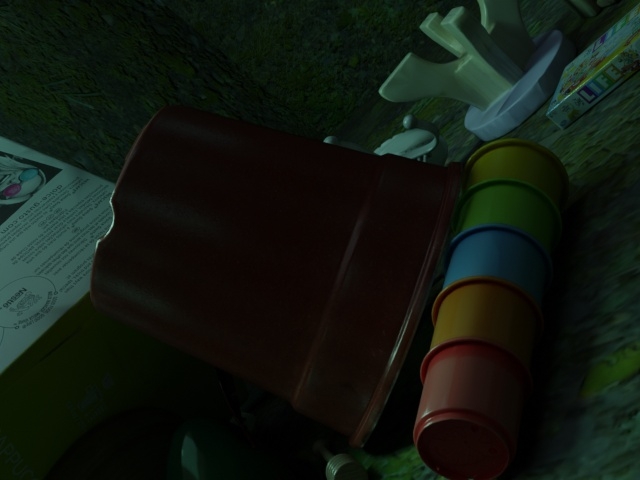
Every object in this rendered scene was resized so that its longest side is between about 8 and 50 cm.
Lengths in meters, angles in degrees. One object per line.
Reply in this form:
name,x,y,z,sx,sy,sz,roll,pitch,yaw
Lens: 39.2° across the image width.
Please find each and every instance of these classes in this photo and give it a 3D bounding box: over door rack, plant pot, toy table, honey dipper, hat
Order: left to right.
plant pot,-0.185,0.305,0.948,0.237,0.110,0.237,-32,-47,-43
hat,-0.112,0.176,0.826,0.173,0.183,0.208,-26,13,-15
plant pot,-0.044,0.012,0.808,0.272,0.265,0.272,20,-90,-89
over door rack,0.000,0.000,1.107,0.324,0.108,0.239,-31,35,37
honey dipper,0.011,0.199,0.804,0.030,0.030,0.161,-52,5,-10
toy table,0.217,-0.249,1.215,0.252,0.161,0.274,-52,9,-4

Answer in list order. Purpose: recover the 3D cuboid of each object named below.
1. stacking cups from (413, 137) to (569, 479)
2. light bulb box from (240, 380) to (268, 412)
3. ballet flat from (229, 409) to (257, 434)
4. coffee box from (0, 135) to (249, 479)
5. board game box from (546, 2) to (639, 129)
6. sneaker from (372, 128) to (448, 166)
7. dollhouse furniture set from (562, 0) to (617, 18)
stacking cups,0.123,0.042,0.670,0.096,0.096,0.316,-44,12,40
light bulb box,-0.180,0.134,1.464,0.358,0.225,0.361,-45,10,32
ballet flat,-0.284,0.307,1.206,0.409,0.147,0.147,-32,12,12
coffee box,-0.338,0.140,1.041,0.338,0.334,0.337,-47,-38,-31
board game box,0.305,-0.192,0.928,0.154,0.026,0.103,-43,11,46
sneaker,0.085,-0.022,1.222,0.297,0.111,0.129,-55,23,-1
dollhouse furniture set,0.337,-0.492,1.114,0.286,0.303,0.198,-51,7,4
